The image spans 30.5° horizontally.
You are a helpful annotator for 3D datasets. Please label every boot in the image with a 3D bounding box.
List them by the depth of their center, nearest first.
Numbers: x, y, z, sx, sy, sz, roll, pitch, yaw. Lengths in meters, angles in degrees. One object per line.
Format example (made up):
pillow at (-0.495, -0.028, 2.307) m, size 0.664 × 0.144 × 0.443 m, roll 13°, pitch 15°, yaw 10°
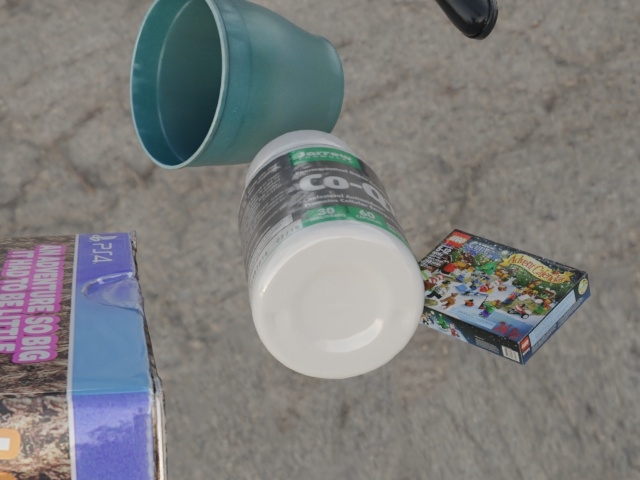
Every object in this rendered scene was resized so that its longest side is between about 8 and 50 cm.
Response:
boot at (0.179, -0.454, 2.069) m, size 0.207 × 0.094 × 0.246 m, roll 4°, pitch 44°, yaw -30°

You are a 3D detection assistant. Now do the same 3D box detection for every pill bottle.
pill bottle at (0.000, 0.000, 1.486) m, size 0.204 × 0.204 × 0.361 m, roll -21°, pitch 27°, yaw 2°

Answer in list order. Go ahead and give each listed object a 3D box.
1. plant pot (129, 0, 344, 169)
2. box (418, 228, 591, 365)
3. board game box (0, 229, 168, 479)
plant pot at (-0.113, -0.238, 1.782) m, size 0.255 × 0.272 × 0.271 m, roll 0°, pitch 27°, yaw -37°
box at (0.232, 0.072, 1.628) m, size 0.233 × 0.044 × 0.159 m, roll 20°, pitch 50°, yaw 42°
board game box at (-0.207, 0.092, 0.440) m, size 0.291 × 0.141 × 0.232 m, roll -2°, pitch 13°, yaw -10°
